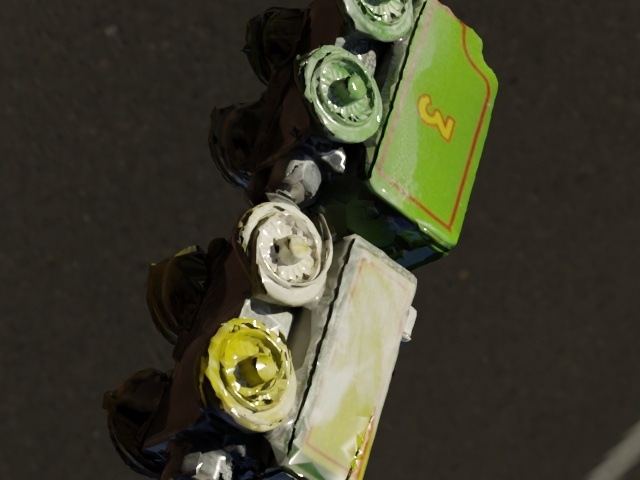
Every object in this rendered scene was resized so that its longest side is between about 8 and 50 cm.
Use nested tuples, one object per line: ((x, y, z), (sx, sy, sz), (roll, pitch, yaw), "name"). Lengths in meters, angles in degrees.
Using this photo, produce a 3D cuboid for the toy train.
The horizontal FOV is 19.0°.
((0.000, 0.000, 0.575), (0.081, 0.202, 0.060), (37, 141, -25), "toy train")
